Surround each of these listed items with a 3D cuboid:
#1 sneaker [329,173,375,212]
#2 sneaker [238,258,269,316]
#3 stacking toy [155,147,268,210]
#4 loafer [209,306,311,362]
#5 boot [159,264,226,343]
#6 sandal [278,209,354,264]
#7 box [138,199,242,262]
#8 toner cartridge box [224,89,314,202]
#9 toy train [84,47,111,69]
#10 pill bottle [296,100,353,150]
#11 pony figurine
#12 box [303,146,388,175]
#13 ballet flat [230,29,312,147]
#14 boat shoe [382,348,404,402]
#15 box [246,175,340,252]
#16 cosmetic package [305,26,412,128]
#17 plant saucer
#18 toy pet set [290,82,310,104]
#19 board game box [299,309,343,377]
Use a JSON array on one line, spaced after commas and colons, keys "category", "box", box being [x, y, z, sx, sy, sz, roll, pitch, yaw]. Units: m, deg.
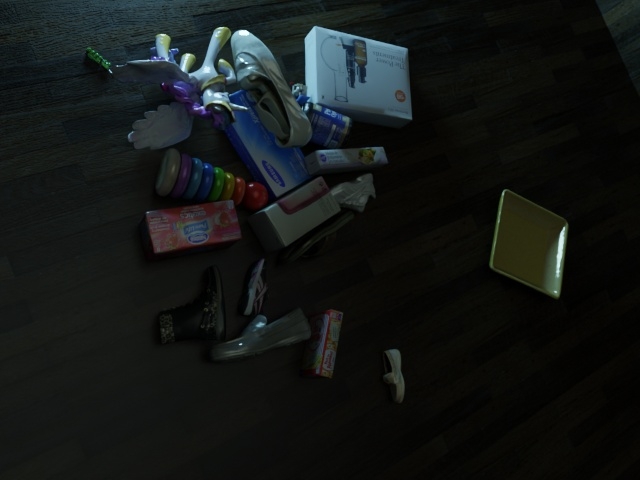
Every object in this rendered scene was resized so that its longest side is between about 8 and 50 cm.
[{"category": "sneaker", "box": [0.098, -0.139, 1.967, 0.232, 0.090, 0.115, -24, 92, -27]}, {"category": "sneaker", "box": [-0.186, 0.144, 1.779, 0.077, 0.072, 0.178, 24, 76, -31]}, {"category": "stacking toy", "box": [-0.309, -0.157, 1.763, 0.330, 0.141, 0.141, 16, 70, -27]}, {"category": "loafer", "box": [-0.177, 0.273, 1.724, 0.319, 0.112, 0.111, -12, 76, -34]}, {"category": "boot", "box": [-0.358, 0.178, 1.664, 0.178, 0.085, 0.236, -6, 57, -8]}, {"category": "sandal", "box": [0.002, -0.001, 1.873, 0.302, 0.120, 0.086, -32, 106, -29]}, {"category": "box", "box": [-0.370, -0.027, 1.691, 0.256, 0.128, 0.123, -11, 82, -28]}, {"category": "toner cartridge box", "box": [-0.179, -0.309, 1.883, 0.165, 0.075, 0.348, -33, 93, -28]}, {"category": "toy train", "box": [-0.653, -0.531, 1.747, 0.083, 0.017, 0.024, 37, 75, -13]}, {"category": "pill bottle", "box": [-0.014, -0.379, 1.948, 0.219, 0.123, 0.123, 19, 69, -14]}, {"category": "pony figurine", "box": [-0.394, -0.446, 1.705, 0.350, 0.303, 0.363, -8, 54, -5]}, {"category": "box", "box": [0.091, -0.263, 1.963, 0.324, 0.067, 0.063, -11, 80, -41]}, {"category": "ballet flat", "box": [-0.168, -0.451, 1.799, 0.139, 0.139, 0.400, -36, 97, -28]}, {"category": "boat shoe", "box": [0.226, 0.432, 1.900, 0.059, 0.063, 0.170, 5, 66, -22]}, {"category": "box", "box": [-0.082, -0.079, 1.824, 0.232, 0.148, 0.127, -34, 98, -29]}, {"category": "cosmetic package", "box": [0.135, -0.564, 2.088, 0.377, 0.097, 0.285, 4, 78, -25]}, {"category": "plant saucer", "box": [0.771, 0.021, 2.251, 0.332, 0.081, 0.333, 23, 68, -19]}, {"category": "toy pet set", "box": [-0.100, -0.482, 1.962, 0.114, 0.122, 0.065, -7, 106, -49]}, {"category": "board game box", "box": [0.002, 0.311, 1.772, 0.045, 0.147, 0.194, 18, 69, -21]}]
